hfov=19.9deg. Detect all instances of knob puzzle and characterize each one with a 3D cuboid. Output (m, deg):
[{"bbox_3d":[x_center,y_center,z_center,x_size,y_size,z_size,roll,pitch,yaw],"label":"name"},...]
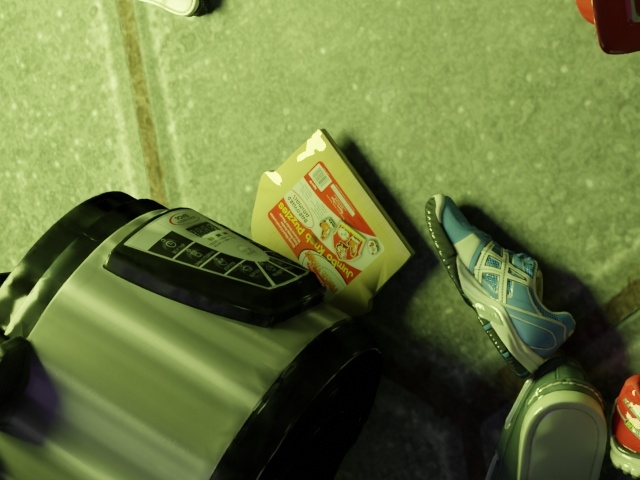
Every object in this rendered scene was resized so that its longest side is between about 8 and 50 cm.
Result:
[{"bbox_3d":[0.000,0.000,1.978,0.213,0.030,0.213,12,110,34],"label":"knob puzzle"}]

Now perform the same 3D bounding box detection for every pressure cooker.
[{"bbox_3d":[-0.194,0.155,1.921,0.420,0.375,0.370,30,151,16],"label":"pressure cooker"}]

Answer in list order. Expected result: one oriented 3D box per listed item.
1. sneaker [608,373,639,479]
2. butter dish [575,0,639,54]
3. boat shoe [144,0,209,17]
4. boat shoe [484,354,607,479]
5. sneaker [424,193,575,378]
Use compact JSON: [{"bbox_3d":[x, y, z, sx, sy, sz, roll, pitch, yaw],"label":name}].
[{"bbox_3d":[0.395,0.183,1.690,0.279,0.107,0.118,9,99,33],"label":"sneaker"},{"bbox_3d":[0.276,-0.255,1.636,0.118,0.160,0.160,10,113,60],"label":"butter dish"},{"bbox_3d":[-0.177,-0.282,2.024,0.125,0.038,0.046,27,99,27],"label":"boat shoe"},{"bbox_3d":[0.223,0.256,1.861,0.116,0.099,0.319,7,126,-4],"label":"boat shoe"},{"bbox_3d":[0.177,0.036,1.838,0.081,0.080,0.211,-33,71,3],"label":"sneaker"}]
